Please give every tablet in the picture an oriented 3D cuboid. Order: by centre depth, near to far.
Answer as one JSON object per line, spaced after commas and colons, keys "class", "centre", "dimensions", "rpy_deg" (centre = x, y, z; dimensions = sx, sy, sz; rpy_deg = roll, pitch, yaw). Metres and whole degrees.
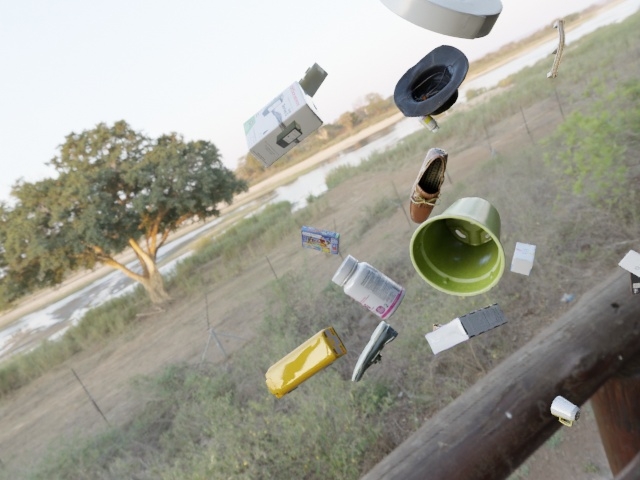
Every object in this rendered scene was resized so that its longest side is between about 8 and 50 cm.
{"class": "tablet", "centre": [0.906, 0.071, 1.176], "dimensions": [0.006, 0.083, 0.054], "rpy_deg": [-17, -41, -57]}

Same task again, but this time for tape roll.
{"class": "tape roll", "centre": [0.352, -0.732, 1.238], "dimensions": [0.392, 0.392, 0.072], "rpy_deg": [-35, -22, -36]}

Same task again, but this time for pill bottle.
{"class": "pill bottle", "centre": [0.410, -0.445, 1.563], "dimensions": [0.043, 0.083, 0.043], "rpy_deg": [-49, 15, 18]}
{"class": "pill bottle", "centre": [0.201, 0.193, 1.753], "dimensions": [0.160, 0.283, 0.160], "rpy_deg": [-55, -1, -2]}

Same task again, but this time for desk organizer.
{"class": "desk organizer", "centre": [1.031, 0.106, 1.349], "dimensions": [0.047, 0.130, 0.050], "rpy_deg": [-10, 23, 24]}

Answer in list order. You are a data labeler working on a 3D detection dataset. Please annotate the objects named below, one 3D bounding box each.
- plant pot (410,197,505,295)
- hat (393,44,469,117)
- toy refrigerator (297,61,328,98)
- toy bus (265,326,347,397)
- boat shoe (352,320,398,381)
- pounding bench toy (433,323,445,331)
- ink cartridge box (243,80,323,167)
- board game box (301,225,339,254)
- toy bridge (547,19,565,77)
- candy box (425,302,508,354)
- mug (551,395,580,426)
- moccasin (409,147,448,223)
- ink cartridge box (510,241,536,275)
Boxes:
{"class": "plant pot", "centre": [0.457, -0.008, 1.315], "dimensions": [0.275, 0.276, 0.254], "rpy_deg": [-14, 19, 38]}
{"class": "hat", "centre": [0.446, -0.580, 1.595], "dimensions": [0.331, 0.133, 0.332], "rpy_deg": [-28, 47, 34]}
{"class": "toy refrigerator", "centre": [-0.070, -0.693, 1.894], "dimensions": [0.102, 0.094, 0.270], "rpy_deg": [-31, 26, 52]}
{"class": "toy bus", "centre": [-0.065, 0.432, 1.433], "dimensions": [0.332, 0.108, 0.130], "rpy_deg": [-40, -17, 21]}
{"class": "boat shoe", "centre": [0.252, 0.536, 1.935], "dimensions": [0.320, 0.099, 0.116], "rpy_deg": [-61, -3, 3]}
{"class": "pounding bench toy", "centre": [0.560, 0.435, 1.924], "dimensions": [0.052, 0.084, 0.065], "rpy_deg": [4, -3, -23]}
{"class": "ink cartridge box", "centre": [-0.144, -0.434, 1.540], "dimensions": [0.272, 0.114, 0.199], "rpy_deg": [-35, 44, 16]}
{"class": "board game box", "centre": [0.000, 0.000, 2.187], "dimensions": [0.201, 0.136, 0.035], "rpy_deg": [13, 50, 10]}
{"class": "toy bridge", "centre": [0.797, -0.644, 1.390], "dimensions": [0.026, 0.189, 0.063], "rpy_deg": [5, 5, 8]}
{"class": "candy box", "centre": [0.458, 0.278, 1.303], "dimensions": [0.196, 0.070, 0.165], "rpy_deg": [-10, -25, -32]}
{"class": "mug", "centre": [0.766, 0.530, 1.283], "dimensions": [0.062, 0.078, 0.064], "rpy_deg": [-49, 30, -15]}
{"class": "moccasin", "centre": [0.512, -0.240, 1.960], "dimensions": [0.139, 0.380, 0.147], "rpy_deg": [21, 35, 4]}
{"class": "ink cartridge box", "centre": [1.008, 0.084, 2.054], "dimensions": [0.089, 0.092, 0.143], "rpy_deg": [14, 46, 23]}
